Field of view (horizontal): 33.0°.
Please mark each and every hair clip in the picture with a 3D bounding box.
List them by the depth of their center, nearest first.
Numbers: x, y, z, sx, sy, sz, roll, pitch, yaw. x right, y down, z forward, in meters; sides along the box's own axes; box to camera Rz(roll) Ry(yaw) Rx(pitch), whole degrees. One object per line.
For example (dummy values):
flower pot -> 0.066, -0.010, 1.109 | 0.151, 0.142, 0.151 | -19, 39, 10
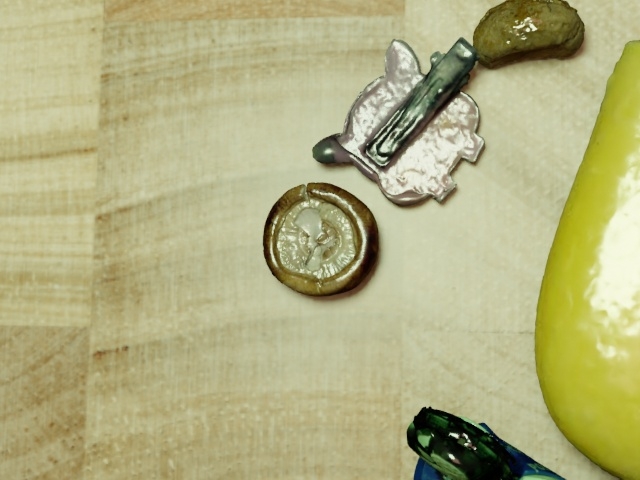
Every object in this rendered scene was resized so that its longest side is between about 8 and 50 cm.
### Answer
hair clip -> 0.100, -0.124, 1.113 | 0.146, 0.056, 0.187 | 36, 98, 9

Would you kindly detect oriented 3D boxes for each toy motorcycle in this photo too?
toy motorcycle -> 0.206, 0.260, 0.991 | 0.331, 0.196, 0.125 | 37, 74, -3

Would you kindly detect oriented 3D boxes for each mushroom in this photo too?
mushroom -> 0.000, 0.000, 1.106 | 0.123, 0.052, 0.123 | -2, 81, 15

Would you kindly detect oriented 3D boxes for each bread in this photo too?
bread -> 0.209, -0.214, 1.090 | 0.113, 0.082, 0.060 | -5, 80, 3

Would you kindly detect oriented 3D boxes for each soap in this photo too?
soap -> 0.373, 0.031, 1.023 | 0.306, 0.115, 0.427 | 16, 86, 5
